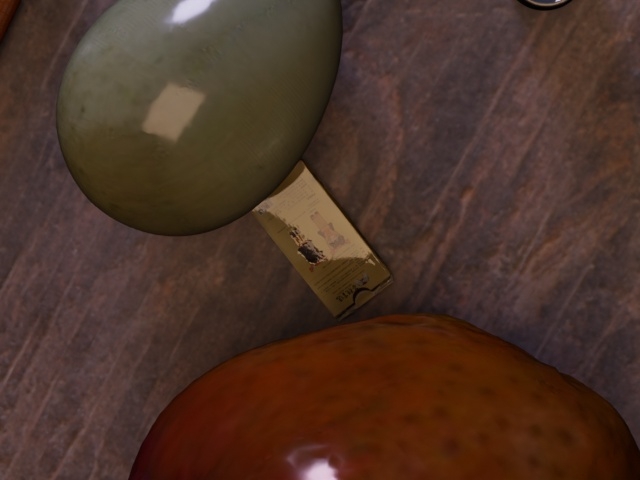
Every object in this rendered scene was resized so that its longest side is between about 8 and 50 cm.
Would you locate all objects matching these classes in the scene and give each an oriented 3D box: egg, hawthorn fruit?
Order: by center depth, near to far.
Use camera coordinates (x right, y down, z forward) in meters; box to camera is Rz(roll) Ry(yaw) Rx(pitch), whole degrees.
[{"bbox_3d":[0.065,0.280,1.247,0.471,0.472,0.472,1,101,8],"label":"hawthorn fruit"},{"bbox_3d":[-0.101,-0.140,1.284,0.218,0.218,0.295,42,93,-1],"label":"egg"}]

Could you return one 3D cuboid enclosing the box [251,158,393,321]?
[{"bbox_3d":[0.000,0.000,1.396,0.073,0.020,0.149,-36,94,12],"label":"box"}]

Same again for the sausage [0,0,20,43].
[{"bbox_3d":[-0.324,-0.214,1.383,0.053,0.053,0.348,29,103,2],"label":"sausage"}]

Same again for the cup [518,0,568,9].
[{"bbox_3d":[0.200,-0.256,1.291,0.078,0.077,0.100,-13,98,10],"label":"cup"}]
